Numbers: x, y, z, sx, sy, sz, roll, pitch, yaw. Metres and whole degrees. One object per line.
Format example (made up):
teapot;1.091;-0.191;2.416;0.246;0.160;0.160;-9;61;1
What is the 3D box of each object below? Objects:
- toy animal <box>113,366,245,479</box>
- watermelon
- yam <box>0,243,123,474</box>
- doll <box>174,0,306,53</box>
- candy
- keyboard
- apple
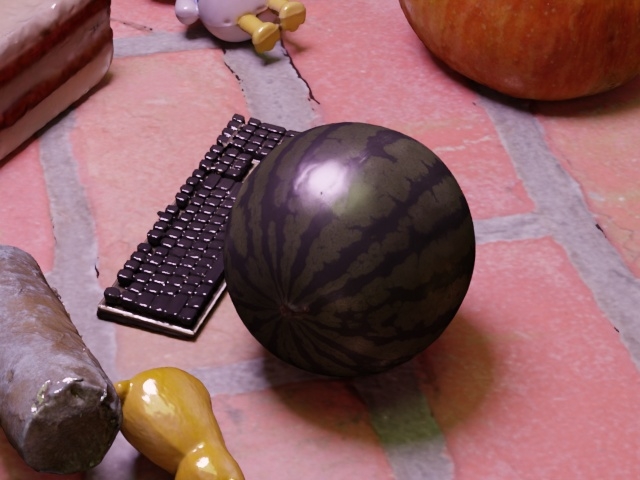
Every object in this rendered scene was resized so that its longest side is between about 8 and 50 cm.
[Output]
toy animal;-0.091;0.167;1.101;0.070;0.083;0.159;-47;61;9
watermelon;0.023;0.006;1.204;0.212;0.212;0.212;1;37;-1
yam;-0.225;0.088;1.139;0.093;0.093;0.259;-15;29;-21
doll;-0.133;-0.306;1.690;0.138;0.119;0.293;-37;55;-19
candy;-0.360;-0.175;1.484;0.179;0.135;0.320;18;38;20
keyboard;-0.102;-0.023;1.382;0.106;0.027;0.317;13;39;14
apple;0.229;-0.303;1.582;0.309;0.250;0.277;14;38;12
